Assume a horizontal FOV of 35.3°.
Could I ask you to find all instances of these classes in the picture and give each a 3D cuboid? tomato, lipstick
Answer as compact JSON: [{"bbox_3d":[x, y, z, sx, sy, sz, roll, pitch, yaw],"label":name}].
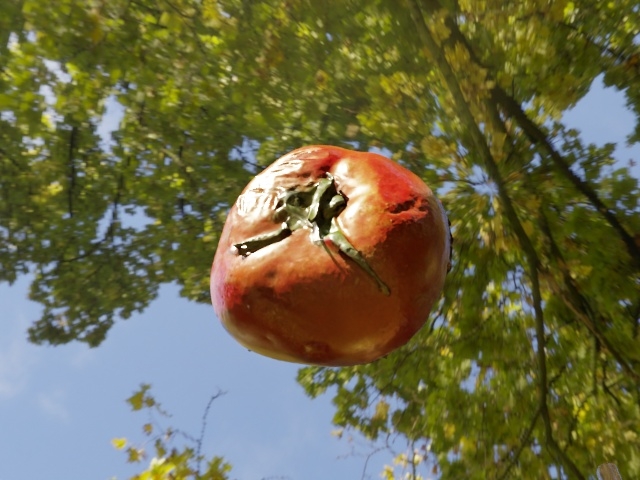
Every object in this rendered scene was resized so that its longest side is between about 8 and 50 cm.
[{"bbox_3d":[-0.003,-0.001,0.885,0.227,0.101,0.228,-15,-132,17],"label":"tomato"},{"bbox_3d":[0.229,0.202,0.768,0.019,0.094,0.019,1,-72,4],"label":"lipstick"}]
